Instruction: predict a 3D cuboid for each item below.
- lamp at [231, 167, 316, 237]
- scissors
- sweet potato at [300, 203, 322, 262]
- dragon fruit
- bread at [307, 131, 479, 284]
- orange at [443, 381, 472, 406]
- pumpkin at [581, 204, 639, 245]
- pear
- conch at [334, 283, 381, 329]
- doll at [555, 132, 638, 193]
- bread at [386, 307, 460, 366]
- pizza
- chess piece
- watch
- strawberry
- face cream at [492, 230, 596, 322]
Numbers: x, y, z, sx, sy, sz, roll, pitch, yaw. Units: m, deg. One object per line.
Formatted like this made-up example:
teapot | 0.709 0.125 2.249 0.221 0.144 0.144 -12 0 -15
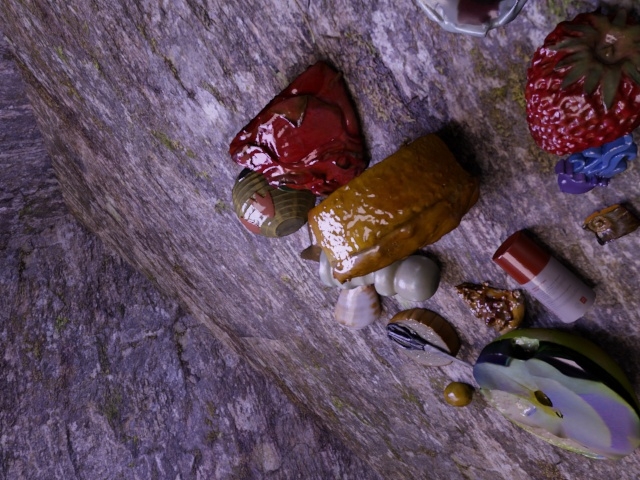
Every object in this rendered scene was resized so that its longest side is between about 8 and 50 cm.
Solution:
lamp | -0.141 -0.150 1.438 0.250 0.250 0.284 113 139 -55
scissors | 0.338 0.334 1.523 0.299 0.022 0.109 18 140 30
sweet potato | 0.002 0.001 1.566 0.124 0.098 0.310 55 155 25
dragon fruit | -0.027 -0.224 1.225 0.329 0.228 0.286 53 144 -10
bread | 0.152 -0.063 1.109 0.215 0.398 0.398 58 146 -1
orange | 0.466 0.520 1.660 0.095 0.085 0.085 -9 121 45
pumpkin | 0.575 -0.036 0.971 0.073 0.035 0.101 36 145 -9
pear | 0.606 0.352 1.248 0.398 0.165 0.399 28 144 23
conch | 0.114 0.220 1.661 0.158 0.127 0.255 21 140 32
doll | 0.497 -0.136 0.890 0.109 0.067 0.206 13 158 -3
bread | 0.330 0.311 1.585 0.236 0.070 0.236 27 143 23
pizza | 0.442 0.172 1.308 0.193 0.069 0.154 25 144 24
chess piece | 0.177 0.083 1.412 0.330 0.182 0.182 13 137 30
watch | 0.230 -0.461 0.779 0.253 0.162 0.241 33 158 21
strawberry | 0.418 -0.230 0.796 0.205 0.205 0.244 33 169 15
face cream | 0.504 0.080 1.116 0.214 0.096 0.096 42 147 4
